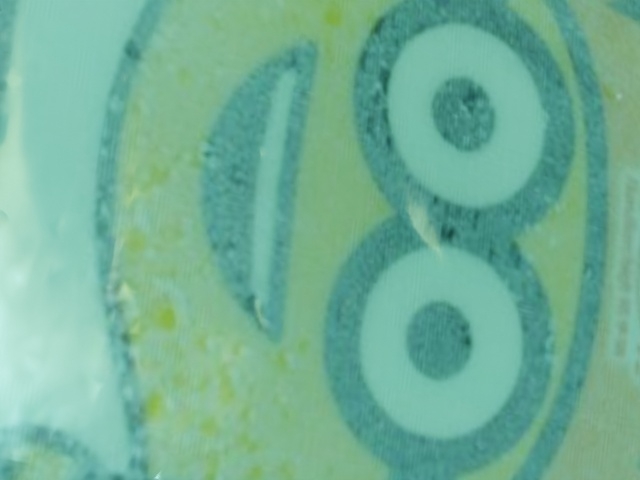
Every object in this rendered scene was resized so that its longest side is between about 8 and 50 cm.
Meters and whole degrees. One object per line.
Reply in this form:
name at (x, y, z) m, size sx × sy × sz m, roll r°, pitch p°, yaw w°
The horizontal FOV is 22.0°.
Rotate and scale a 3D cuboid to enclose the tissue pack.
tissue pack at (0.000, 0.000, 0.553) m, size 0.311 × 0.128 × 0.228 m, roll 13°, pitch 79°, yaw -27°
